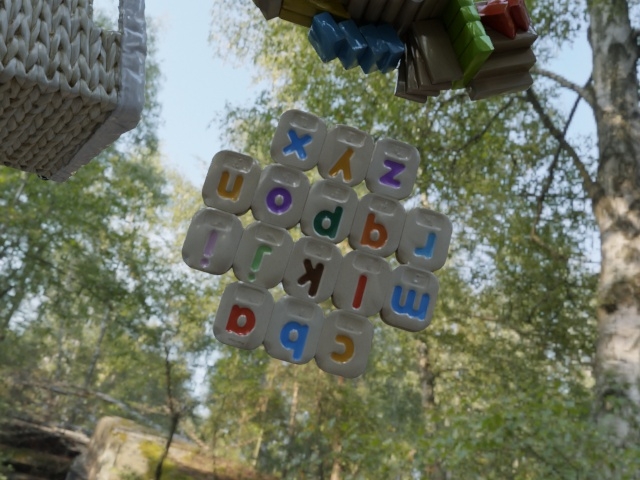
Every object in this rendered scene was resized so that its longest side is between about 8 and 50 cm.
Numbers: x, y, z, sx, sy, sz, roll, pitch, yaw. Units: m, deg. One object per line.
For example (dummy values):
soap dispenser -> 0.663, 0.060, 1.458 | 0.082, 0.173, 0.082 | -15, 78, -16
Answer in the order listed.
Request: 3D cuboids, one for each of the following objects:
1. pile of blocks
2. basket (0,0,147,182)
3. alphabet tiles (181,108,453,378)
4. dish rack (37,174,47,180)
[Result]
pile of blocks -> 0.099, -0.260, 0.783 | 0.363, 0.148, 0.112 | 10, -21, -8
basket -> -0.439, -0.300, 0.988 | 0.267, 0.328, 0.331 | 9, -19, -39
alphabet tiles -> 0.000, 0.000, 0.749 | 0.284, 0.277, 0.021 | 16, -13, -4
dish rack -> -0.621, -0.247, 1.499 | 0.272, 0.208, 0.074 | 15, -31, 40
